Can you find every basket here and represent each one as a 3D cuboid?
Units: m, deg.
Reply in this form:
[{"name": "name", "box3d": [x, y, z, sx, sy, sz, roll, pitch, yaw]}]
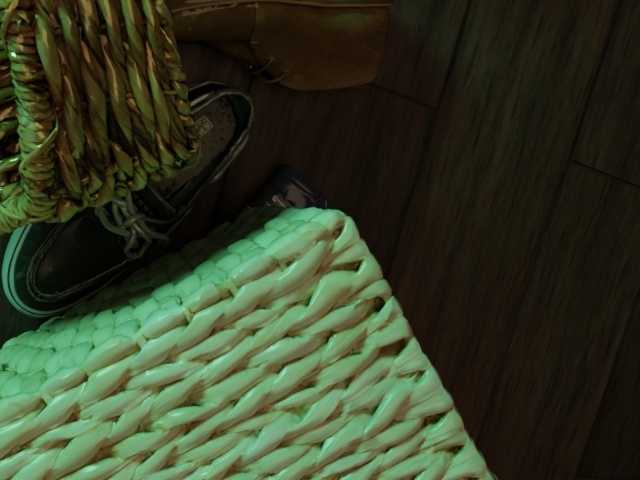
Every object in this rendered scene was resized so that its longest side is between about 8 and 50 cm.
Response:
[{"name": "basket", "box3d": [-0.230, -0.153, 0.401, 0.223, 0.213, 0.299, -21, 109, -23]}, {"name": "basket", "box3d": [-0.088, 0.155, 0.506, 0.328, 0.331, 0.266, -30, 101, -10]}]

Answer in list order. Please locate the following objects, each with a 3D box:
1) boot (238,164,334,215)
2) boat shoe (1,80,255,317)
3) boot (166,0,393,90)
[{"name": "boot", "box3d": [0.000, 0.000, 0.736, 0.190, 0.069, 0.086, 41, 86, -26]}, {"name": "boat shoe", "box3d": [-0.181, -0.038, 0.618, 0.306, 0.105, 0.113, -42, 116, -12]}, {"name": "boot", "box3d": [-0.058, -0.204, 0.646, 0.305, 0.112, 0.115, -11, 117, -26]}]
